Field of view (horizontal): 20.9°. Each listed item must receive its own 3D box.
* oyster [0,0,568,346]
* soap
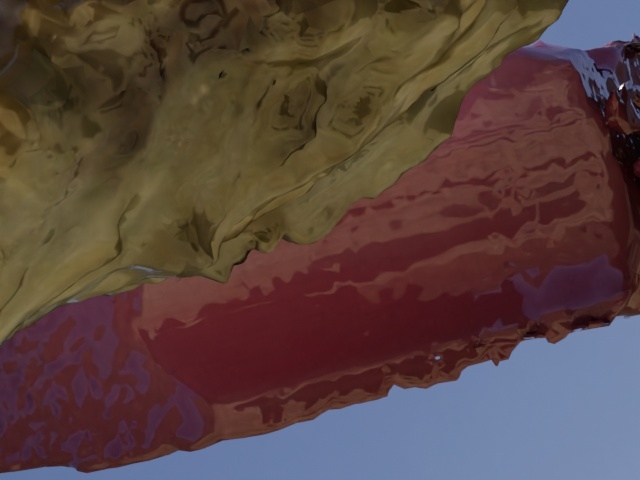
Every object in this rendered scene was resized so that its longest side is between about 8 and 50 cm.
[{"bbox_3d":[-0.016,-0.106,0.434,0.107,0.201,0.354,-12,49,61],"label":"oyster"},{"bbox_3d":[0.000,0.000,0.613,0.289,0.112,0.182,-12,2,-5],"label":"soap"}]
